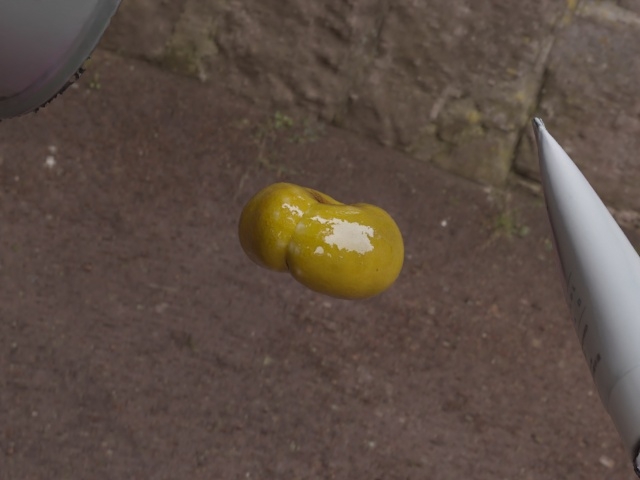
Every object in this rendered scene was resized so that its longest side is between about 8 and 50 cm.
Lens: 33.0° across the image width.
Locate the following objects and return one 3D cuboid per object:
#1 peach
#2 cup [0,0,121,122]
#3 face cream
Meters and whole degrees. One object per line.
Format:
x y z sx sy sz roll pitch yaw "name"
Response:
0.000 0.000 1.142 0.179 0.103 0.179 16 3 -1 "peach"
-0.232 -0.171 0.414 0.288 0.203 0.203 13 30 -43 "cup"
0.166 0.029 0.624 0.058 0.092 0.243 -16 39 3 "face cream"
